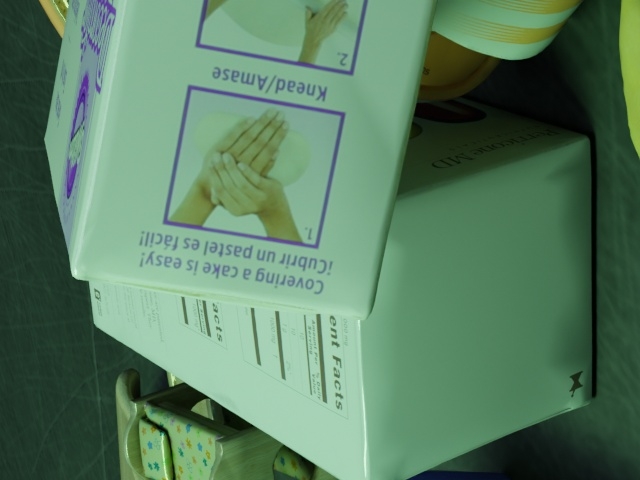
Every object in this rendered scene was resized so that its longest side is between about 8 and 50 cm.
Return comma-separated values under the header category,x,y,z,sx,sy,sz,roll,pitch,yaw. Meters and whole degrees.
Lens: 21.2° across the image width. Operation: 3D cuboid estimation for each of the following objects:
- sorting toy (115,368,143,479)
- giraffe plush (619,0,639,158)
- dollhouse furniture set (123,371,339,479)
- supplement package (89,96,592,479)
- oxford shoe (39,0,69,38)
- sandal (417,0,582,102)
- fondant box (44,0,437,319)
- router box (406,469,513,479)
category,x,y,z,sx,sy,sz,roll,pitch,yaw
sorting toy,-0.085,0.209,1.140,0.193,0.038,0.208,98,148,-57
giraffe plush,0.167,-0.114,0.480,0.210,0.181,0.170,54,136,-1
dollhouse furniture set,-0.059,0.164,1.034,0.182,0.101,0.161,13,115,56
supplement package,0.000,0.000,0.822,0.244,0.139,0.134,24,125,50
oxford shoe,-0.091,-0.248,0.864,0.133,0.130,0.364,19,122,45
sandal,0.080,-0.144,0.657,0.076,0.102,0.265,53,142,34
fondant box,-0.018,-0.164,0.574,0.238,0.096,0.330,-131,50,-73
router box,0.105,0.304,0.746,0.335,0.082,0.301,31,109,53
